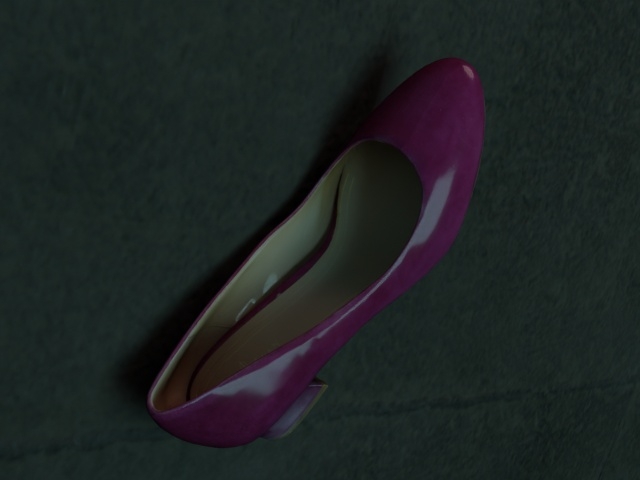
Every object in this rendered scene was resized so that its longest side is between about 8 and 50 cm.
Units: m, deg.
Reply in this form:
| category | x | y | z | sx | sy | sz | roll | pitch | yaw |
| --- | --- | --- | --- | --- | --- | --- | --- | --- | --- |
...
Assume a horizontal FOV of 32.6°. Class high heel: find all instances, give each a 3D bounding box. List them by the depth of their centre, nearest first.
| category | x | y | z | sx | sy | sz | roll | pitch | yaw |
| --- | --- | --- | --- | --- | --- | --- | --- | --- | --- |
| high heel | 0.000 | 0.000 | 0.567 | 0.244 | 0.082 | 0.117 | -54 | 154 | 5 |
